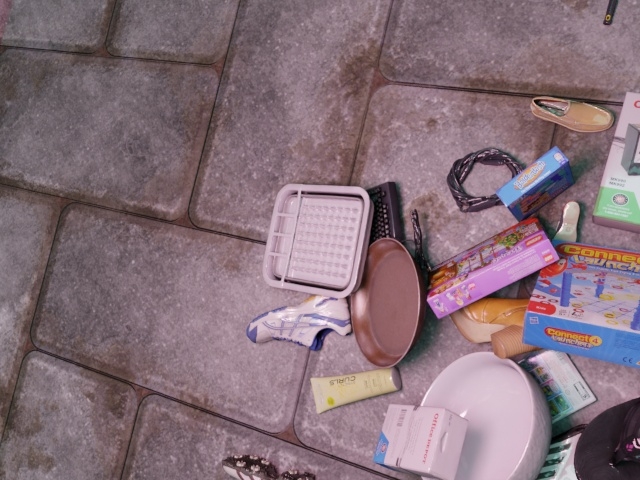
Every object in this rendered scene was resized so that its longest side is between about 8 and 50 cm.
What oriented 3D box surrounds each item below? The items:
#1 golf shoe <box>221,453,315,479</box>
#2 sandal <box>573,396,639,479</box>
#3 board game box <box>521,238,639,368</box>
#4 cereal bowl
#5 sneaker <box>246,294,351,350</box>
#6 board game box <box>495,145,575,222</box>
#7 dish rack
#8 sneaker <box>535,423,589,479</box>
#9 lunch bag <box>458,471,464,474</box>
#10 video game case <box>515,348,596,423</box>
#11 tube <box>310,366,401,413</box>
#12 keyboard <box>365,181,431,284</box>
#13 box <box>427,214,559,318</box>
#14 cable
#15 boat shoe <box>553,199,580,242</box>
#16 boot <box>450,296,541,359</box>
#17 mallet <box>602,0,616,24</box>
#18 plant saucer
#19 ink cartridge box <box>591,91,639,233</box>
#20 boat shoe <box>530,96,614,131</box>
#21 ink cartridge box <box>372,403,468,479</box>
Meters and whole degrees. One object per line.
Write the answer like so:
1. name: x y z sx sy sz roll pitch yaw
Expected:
1. golf shoe: -0.146 0.639 1.732 0.273 0.105 0.120 11 94 26
2. sandal: 0.704 0.360 1.323 0.446 0.107 0.167 -26 54 -1
3. board game box: 0.603 0.126 1.373 0.308 0.302 0.086 10 123 24
4. cereal bowl: 0.370 0.423 1.467 0.339 0.141 0.339 -40 33 34
5. sneaker: -0.060 0.235 1.751 0.296 0.112 0.131 -22 74 20
6. board game box: 0.489 -0.120 1.509 0.160 0.210 0.047 -38 68 13
7. dish rack: 0.000 0.000 1.745 0.333 0.072 0.285 6 83 43
8. sneaker: 0.622 0.518 1.368 0.448 0.169 0.257 2 84 27
9. lunch bag: 0.350 0.575 1.537 0.065 0.067 0.098 -9 79 23
10. video game case: 0.522 0.329 1.527 0.143 0.019 0.157 -35 70 16
11. tube: 0.085 0.374 1.695 0.240 0.062 0.070 -18 34 26
12. keyboard: 0.183 0.006 1.686 0.202 0.033 0.317 -17 75 44
13. box: 0.385 0.056 1.532 0.293 0.201 0.057 -29 101 17
14. cable: 0.409 -0.154 1.646 0.185 0.047 0.150 -21 69 22
15. boat shoe: 0.571 -0.026 1.548 0.049 0.043 0.137 12 100 14
16. boot: 0.442 0.168 1.541 0.211 0.295 0.104 -18 114 -13
17. mallet: 0.699 -0.611 1.593 0.062 0.039 0.189 23 96 26
18. plant saucer: 0.165 0.150 1.598 0.311 0.050 0.310 -24 63 60
19. ink cartridge box: 0.736 -0.160 1.453 0.211 0.121 0.289 15 87 25
20. boat shoe: 0.588 -0.300 1.568 0.190 0.072 0.068 15 88 25
21. ink cartridge box: 0.217 0.440 1.464 0.191 0.082 0.139 -14 50 55
